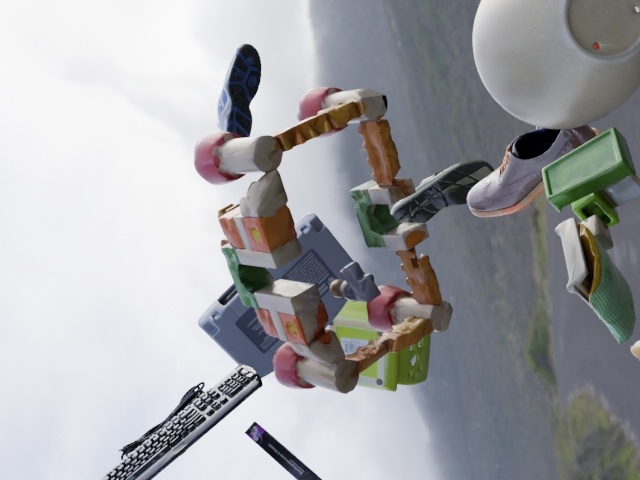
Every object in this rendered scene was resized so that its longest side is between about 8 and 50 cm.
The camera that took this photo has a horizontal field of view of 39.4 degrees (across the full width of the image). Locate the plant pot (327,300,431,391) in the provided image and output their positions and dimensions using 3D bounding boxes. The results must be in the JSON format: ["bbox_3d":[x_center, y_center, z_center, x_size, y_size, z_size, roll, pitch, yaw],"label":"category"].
[{"bbox_3d":[0.136,0.257,2.272,0.207,0.228,0.227,-14,-72,-59],"label":"plant pot"}]

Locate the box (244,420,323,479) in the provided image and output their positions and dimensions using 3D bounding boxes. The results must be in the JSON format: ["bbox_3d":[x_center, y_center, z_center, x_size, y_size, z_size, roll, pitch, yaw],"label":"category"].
[{"bbox_3d":[-0.042,0.363,1.437,0.029,0.162,0.116,-47,-29,-11],"label":"box"}]

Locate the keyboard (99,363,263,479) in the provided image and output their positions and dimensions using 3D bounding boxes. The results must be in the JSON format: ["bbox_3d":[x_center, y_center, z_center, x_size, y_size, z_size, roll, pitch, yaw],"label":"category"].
[{"bbox_3d":[-0.232,0.291,1.335,0.033,0.317,0.201,55,161,-10],"label":"keyboard"}]

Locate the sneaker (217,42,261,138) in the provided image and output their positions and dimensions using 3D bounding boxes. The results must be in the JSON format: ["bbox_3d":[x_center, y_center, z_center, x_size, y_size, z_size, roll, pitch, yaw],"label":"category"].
[{"bbox_3d":[-0.180,-0.310,1.864,0.081,0.080,0.211,39,121,47],"label":"sneaker"}]

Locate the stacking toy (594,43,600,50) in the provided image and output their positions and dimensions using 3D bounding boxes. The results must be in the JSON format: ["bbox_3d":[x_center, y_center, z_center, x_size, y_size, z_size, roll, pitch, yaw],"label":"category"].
[{"bbox_3d":[0.559,-0.353,1.596,0.141,0.330,0.141,40,-136,-52],"label":"stacking toy"}]

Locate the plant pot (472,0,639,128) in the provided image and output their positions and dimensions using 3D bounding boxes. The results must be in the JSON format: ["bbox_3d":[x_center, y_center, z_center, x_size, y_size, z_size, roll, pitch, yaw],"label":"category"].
[{"bbox_3d":[0.390,-0.317,1.339,0.191,0.284,0.284,-158,60,-85],"label":"plant pot"}]

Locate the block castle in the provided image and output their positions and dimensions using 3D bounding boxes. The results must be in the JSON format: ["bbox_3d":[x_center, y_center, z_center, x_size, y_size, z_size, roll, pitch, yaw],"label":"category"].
[{"bbox_3d":[0.000,0.000,1.455,0.303,0.213,0.453,-29,-72,-31],"label":"block castle"}]

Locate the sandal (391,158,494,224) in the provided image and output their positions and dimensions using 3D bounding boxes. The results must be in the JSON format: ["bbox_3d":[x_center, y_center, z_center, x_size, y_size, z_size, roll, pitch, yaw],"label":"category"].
[{"bbox_3d":[0.316,-0.138,2.378,0.120,0.303,0.086,48,-152,-31],"label":"sandal"}]

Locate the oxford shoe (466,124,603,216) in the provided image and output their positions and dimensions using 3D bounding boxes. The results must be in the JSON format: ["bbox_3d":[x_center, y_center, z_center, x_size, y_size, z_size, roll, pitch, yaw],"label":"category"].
[{"bbox_3d":[0.432,-0.165,1.923,0.133,0.364,0.130,28,-129,-26],"label":"oxford shoe"}]

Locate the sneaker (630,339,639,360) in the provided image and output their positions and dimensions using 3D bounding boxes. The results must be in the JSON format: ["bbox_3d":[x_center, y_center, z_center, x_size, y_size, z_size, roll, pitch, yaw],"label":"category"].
[{"bbox_3d":[0.756,0.224,1.852,0.112,0.131,0.296,49,-161,31],"label":"sneaker"}]

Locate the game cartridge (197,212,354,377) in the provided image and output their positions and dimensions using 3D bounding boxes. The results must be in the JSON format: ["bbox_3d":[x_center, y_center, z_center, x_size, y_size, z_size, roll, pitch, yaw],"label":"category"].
[{"bbox_3d":[-0.066,0.114,1.689,0.062,0.297,0.198,35,166,52],"label":"game cartridge"}]

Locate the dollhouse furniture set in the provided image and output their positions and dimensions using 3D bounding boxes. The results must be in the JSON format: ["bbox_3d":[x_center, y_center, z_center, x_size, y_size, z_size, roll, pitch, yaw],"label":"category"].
[{"bbox_3d":[0.515,-0.008,1.546,0.197,0.151,0.301,39,-144,-32],"label":"dollhouse furniture set"}]

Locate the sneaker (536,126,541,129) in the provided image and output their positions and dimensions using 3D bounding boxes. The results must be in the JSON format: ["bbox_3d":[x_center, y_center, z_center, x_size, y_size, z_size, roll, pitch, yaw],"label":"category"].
[{"bbox_3d":[0.598,-0.213,2.136,0.182,0.127,0.315,32,-153,-53],"label":"sneaker"}]
